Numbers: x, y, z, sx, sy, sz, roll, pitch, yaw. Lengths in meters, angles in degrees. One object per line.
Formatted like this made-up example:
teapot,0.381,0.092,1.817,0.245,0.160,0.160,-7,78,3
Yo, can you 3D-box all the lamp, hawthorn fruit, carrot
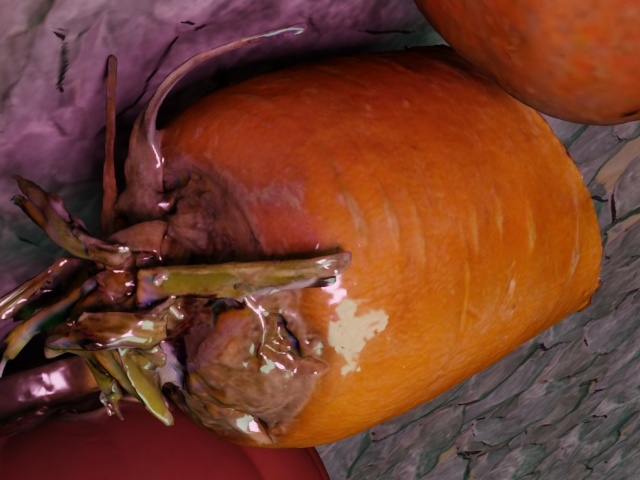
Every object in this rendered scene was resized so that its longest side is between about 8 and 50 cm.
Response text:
lamp,-0.134,0.193,0.875,0.303,0.257,0.303,-16,179,0
hawthorn fruit,0.130,-0.187,0.682,0.210,0.210,0.262,-27,133,-15
carrot,0.000,0.000,0.788,0.331,0.193,0.214,-23,127,-39
